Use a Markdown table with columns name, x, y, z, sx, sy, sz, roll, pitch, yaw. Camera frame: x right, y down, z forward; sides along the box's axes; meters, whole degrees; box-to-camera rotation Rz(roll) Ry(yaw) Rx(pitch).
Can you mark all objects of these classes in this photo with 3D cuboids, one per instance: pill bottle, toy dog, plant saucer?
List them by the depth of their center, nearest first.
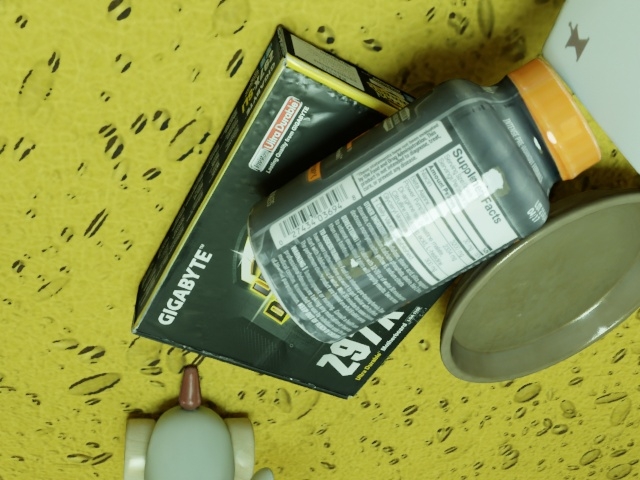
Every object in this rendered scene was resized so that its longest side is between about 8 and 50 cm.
| name | x | y | z | sx | sy | sz | roll | pitch | yaw |
| --- | --- | --- | --- | --- | --- | --- | --- | --- | --- |
| pill bottle | 0.078 | -0.033 | 0.517 | 0.246 | 0.130 | 0.130 | -31 | 124 | 15 |
| plant saucer | 0.241 | 0.048 | 0.702 | 0.278 | 0.041 | 0.277 | -16 | 139 | -15 |
| toy dog | -0.131 | 0.258 | 0.727 | 0.220 | 0.334 | 0.160 | -9 | 114 | -31 |

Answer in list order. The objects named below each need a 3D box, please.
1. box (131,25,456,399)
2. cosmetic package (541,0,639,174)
| name | x | y | z | sx | sy | sz | roll | pitch | yaw |
| --- | --- | --- | --- | --- | --- | --- | --- | --- | --- |
| box | 0.000 | 0.000 | 0.661 | 0.257 | 0.079 | 0.322 | 22 | 122 | -24 |
| cosmetic package | 0.410 | -0.171 | 0.445 | 0.454 | 0.161 | 0.230 | -5 | 140 | -18 |
